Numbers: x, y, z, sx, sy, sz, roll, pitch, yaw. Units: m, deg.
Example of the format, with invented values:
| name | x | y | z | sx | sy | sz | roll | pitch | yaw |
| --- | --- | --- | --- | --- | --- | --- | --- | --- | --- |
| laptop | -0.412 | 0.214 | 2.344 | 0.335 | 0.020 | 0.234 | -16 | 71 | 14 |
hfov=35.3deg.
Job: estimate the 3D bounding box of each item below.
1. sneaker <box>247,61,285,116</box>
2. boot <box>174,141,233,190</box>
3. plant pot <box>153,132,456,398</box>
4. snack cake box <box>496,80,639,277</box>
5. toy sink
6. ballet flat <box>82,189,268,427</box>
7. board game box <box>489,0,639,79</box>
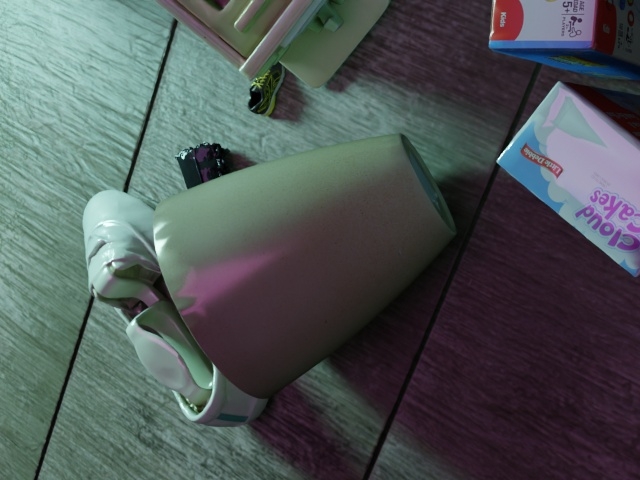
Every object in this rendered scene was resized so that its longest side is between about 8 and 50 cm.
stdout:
| name | x | y | z | sx | sy | sz | roll | pitch | yaw |
| --- | --- | --- | --- | --- | --- | --- | --- | --- | --- |
| sneaker | -0.069 | -0.195 | 1.249 | 0.031 | 0.035 | 0.083 | 17 | 102 | 30 |
| boot | -0.167 | -0.068 | 1.302 | 0.121 | 0.045 | 0.099 | -18 | 81 | 14 |
| plant pot | 0.000 | 0.000 | 1.116 | 0.274 | 0.256 | 0.256 | -29 | 77 | 14 |
| snack cake box | 0.287 | -0.057 | 0.893 | 0.152 | 0.264 | 0.089 | 46 | 116 | 22 |
| toy sink | -0.060 | -0.280 | 1.128 | 0.234 | 0.131 | 0.153 | 40 | 116 | -6 |
| ballet flat | -0.218 | 0.079 | 1.307 | 0.400 | 0.139 | 0.139 | 49 | 117 | 21 |
| board game box | 0.254 | -0.301 | 0.874 | 0.086 | 0.308 | 0.301 | 7 | 98 | 31 |
